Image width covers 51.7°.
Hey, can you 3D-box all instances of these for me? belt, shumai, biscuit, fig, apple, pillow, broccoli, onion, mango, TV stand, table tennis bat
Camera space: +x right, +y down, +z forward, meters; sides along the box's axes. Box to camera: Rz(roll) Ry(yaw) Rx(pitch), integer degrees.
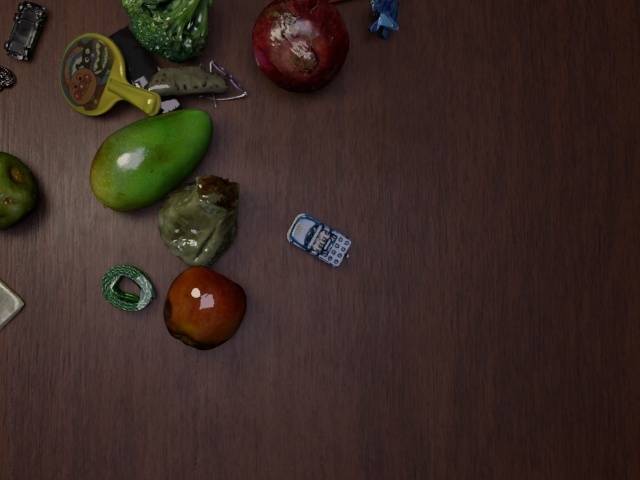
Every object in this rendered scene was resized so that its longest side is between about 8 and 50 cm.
[{"bbox_3d":[-0.536,0.135,1.847,0.151,0.079,0.121,34,83,-5],"label":"belt"},{"bbox_3d":[-0.335,-0.059,1.810,0.225,0.222,0.261,18,85,-6],"label":"shumai"},{"bbox_3d":[-0.905,-0.447,1.855,0.087,0.027,0.089,18,84,-5],"label":"biscuit"},{"bbox_3d":[-0.909,-0.108,1.778,0.274,0.206,0.206,-26,91,15],"label":"fig"},{"bbox_3d":[-0.318,0.187,1.804,0.229,0.230,0.230,0,87,-7],"label":"apple"},{"bbox_3d":[-0.378,-0.451,1.848,0.241,0.051,0.093,-11,78,-22],"label":"pillow"},{"bbox_3d":[-0.406,-0.626,1.820,0.265,0.295,0.245,34,116,-31],"label":"broccoli"},{"bbox_3d":[-0.057,-0.549,1.851,0.276,0.276,0.277,0,87,-7],"label":"onion"},{"bbox_3d":[-0.457,-0.231,1.805,0.381,0.201,0.225,-38,134,-8],"label":"mango"},{"bbox_3d":[-0.505,-0.466,1.881,0.088,0.083,0.270,-35,91,-7],"label":"TV stand"},{"bbox_3d":[-0.584,-0.432,1.813,0.368,0.054,0.224,29,103,20],"label":"table tennis bat"}]

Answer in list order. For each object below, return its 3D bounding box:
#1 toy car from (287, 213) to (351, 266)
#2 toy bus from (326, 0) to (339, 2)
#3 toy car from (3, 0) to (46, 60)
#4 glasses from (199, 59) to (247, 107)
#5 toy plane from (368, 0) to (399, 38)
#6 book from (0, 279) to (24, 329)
[{"bbox_3d":[0.000,0.000,1.912,0.191,0.100,0.097,29,88,-1],"label":"toy car"},{"bbox_3d":[0.023,-0.776,1.929,0.329,0.153,0.143,-14,91,-10],"label":"toy bus"},{"bbox_3d":[-0.825,-0.584,1.854,0.071,0.062,0.165,18,85,-5],"label":"toy car"},{"bbox_3d":[-0.296,-0.442,1.934,0.140,0.062,0.104,42,105,-3],"label":"glasses"},{"bbox_3d":[0.198,-0.729,1.945,0.078,0.169,0.247,10,99,31],"label":"toy plane"},{"bbox_3d":[-1.023,0.141,1.807,0.352,0.035,0.239,44,85,-4],"label":"book"}]
